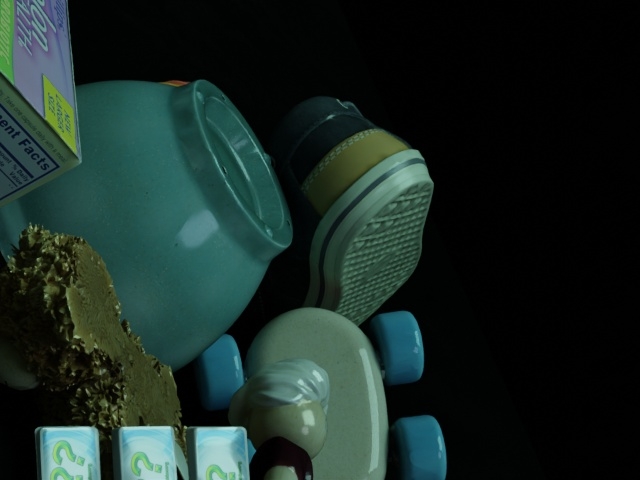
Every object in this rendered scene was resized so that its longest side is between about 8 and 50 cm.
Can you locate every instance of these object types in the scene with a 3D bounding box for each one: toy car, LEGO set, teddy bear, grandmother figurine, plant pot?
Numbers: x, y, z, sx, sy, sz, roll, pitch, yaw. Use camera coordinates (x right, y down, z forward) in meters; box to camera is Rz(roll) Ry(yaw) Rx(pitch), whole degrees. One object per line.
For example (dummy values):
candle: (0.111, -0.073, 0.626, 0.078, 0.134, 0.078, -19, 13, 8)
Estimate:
toy car: (-0.014, 0.199, 1.898, 0.238, 0.219, 0.210, 108, -27, -65)
LEGO set: (-0.115, 0.255, 1.390, 0.182, 0.060, 0.244, 5, 77, -37)
teddy bear: (-0.179, 0.149, 1.537, 0.338, 0.113, 0.245, 58, 20, -50)
grandmother figurine: (-0.043, 0.251, 1.598, 0.104, 0.208, 0.342, 19, 52, -14)
plant pot: (-0.149, -0.029, 1.741, 0.293, 0.196, 0.293, 57, 14, -23)

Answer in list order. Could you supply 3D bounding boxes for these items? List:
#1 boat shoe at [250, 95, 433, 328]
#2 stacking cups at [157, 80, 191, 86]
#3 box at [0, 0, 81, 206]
boat shoe: (0.000, 0.000, 1.993, 0.156, 0.187, 0.500, 47, -19, 14)
stacking cups: (-0.171, -0.124, 2.058, 0.096, 0.096, 0.316, 62, 13, -2)
box: (-0.293, -0.100, 1.251, 0.117, 0.243, 0.213, 51, 19, -41)
